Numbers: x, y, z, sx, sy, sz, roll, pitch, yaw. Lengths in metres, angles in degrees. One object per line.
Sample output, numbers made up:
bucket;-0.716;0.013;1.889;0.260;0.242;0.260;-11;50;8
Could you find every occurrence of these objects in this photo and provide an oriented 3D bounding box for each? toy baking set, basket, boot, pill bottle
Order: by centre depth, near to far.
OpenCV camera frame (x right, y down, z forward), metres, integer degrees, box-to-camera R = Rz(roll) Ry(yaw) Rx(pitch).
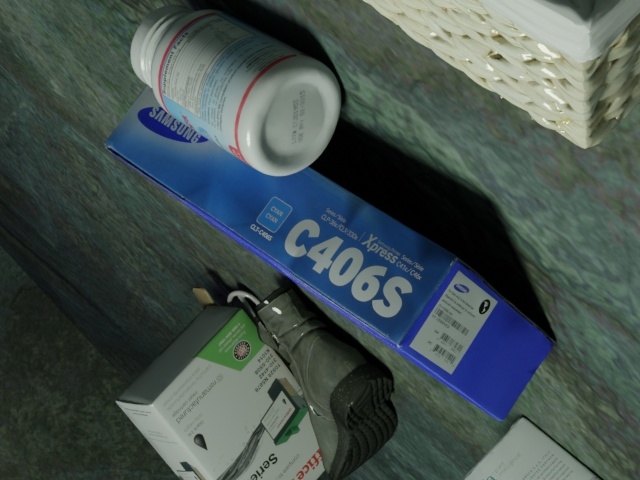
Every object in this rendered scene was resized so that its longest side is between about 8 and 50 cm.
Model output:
basket;0.082;-0.131;0.623;0.167;0.113;0.103;39;164;28
pill bottle;-0.066;-0.114;1.088;0.160;0.087;0.087;33;159;41
boot;0.000;0.146;1.595;0.161;0.083;0.246;45;158;23
toy baking set;-0.035;0.140;1.737;0.256;0.030;0.196;30;152;28

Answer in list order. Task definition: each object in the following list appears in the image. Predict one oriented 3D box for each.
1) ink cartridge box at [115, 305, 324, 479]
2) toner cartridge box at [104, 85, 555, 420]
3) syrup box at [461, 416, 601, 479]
ink cartridge box;-0.097;0.207;1.707;0.093;0.160;0.219;-2;129;56
toner cartridge box;0.000;0.000;1.142;0.348;0.075;0.165;33;176;40
syrup box;0.223;0.264;1.249;0.237;0.093;0.096;39;163;26
